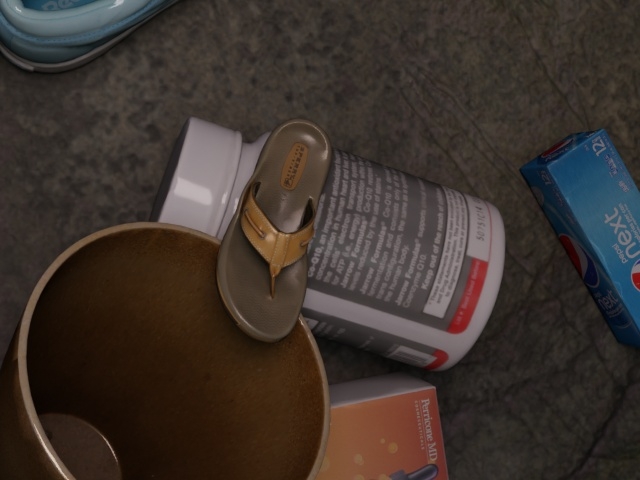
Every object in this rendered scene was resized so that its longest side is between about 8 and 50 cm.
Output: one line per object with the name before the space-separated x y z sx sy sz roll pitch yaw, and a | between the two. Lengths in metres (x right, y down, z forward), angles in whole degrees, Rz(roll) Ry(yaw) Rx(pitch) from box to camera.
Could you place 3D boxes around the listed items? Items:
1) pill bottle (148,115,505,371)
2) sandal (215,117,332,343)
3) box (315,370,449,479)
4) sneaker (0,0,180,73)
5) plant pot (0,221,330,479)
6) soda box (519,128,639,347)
pill bottle | 0.000 0.000 0.873 0.283 0.161 0.161 18 87 -13
sandal | -0.029 -0.014 0.753 0.072 0.049 0.180 20 72 -14
box | 0.021 0.201 0.919 0.170 0.091 0.130 -10 94 -12
sneaker | -0.119 -0.272 0.843 0.366 0.150 0.135 -45 101 -8
plant pot | -0.158 0.148 0.785 0.237 0.254 0.237 19 53 -27
soda box | 0.283 -0.001 0.987 0.071 0.067 0.210 -33 98 -10
